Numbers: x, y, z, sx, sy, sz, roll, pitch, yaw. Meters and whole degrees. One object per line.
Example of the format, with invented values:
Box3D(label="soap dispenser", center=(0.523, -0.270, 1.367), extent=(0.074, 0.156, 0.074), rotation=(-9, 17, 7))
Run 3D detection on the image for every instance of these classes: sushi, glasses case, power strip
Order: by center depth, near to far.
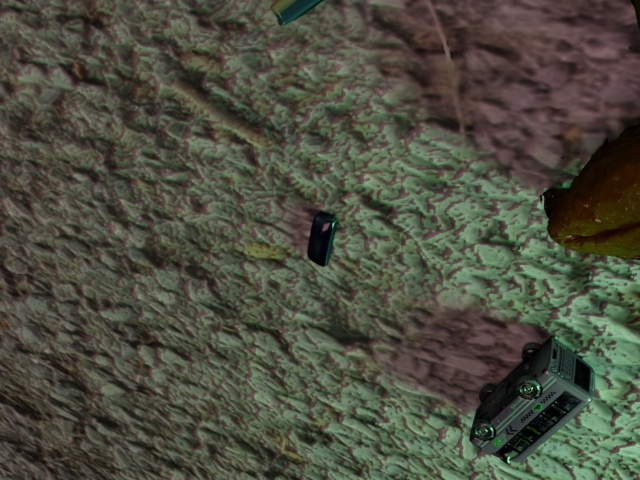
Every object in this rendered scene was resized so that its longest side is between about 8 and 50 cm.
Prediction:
Box3D(label="sushi", center=(0.352, -0.054, 0.832), extent=(0.149, 0.140, 0.287), rotation=(32, 151, -4))
Box3D(label="power strip", center=(-0.002, -0.296, 0.935), extent=(0.123, 0.056, 0.032), rotation=(-26, 103, 36))
Box3D(label="glasses case", center=(0.000, 0.000, 1.126), extent=(0.034, 0.023, 0.083), rotation=(20, 124, 13))

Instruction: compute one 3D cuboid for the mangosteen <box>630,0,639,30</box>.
Box3D(label="mangosteen", center=(0.374, -0.251, 0.627), extent=(0.301, 0.300, 0.300), rotation=(12, 122, 20))

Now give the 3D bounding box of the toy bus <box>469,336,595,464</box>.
Box3D(label="toy bus", center=(0.281, 0.221, 1.074), extent=(0.098, 0.086, 0.178), rotation=(34, 125, -2))
